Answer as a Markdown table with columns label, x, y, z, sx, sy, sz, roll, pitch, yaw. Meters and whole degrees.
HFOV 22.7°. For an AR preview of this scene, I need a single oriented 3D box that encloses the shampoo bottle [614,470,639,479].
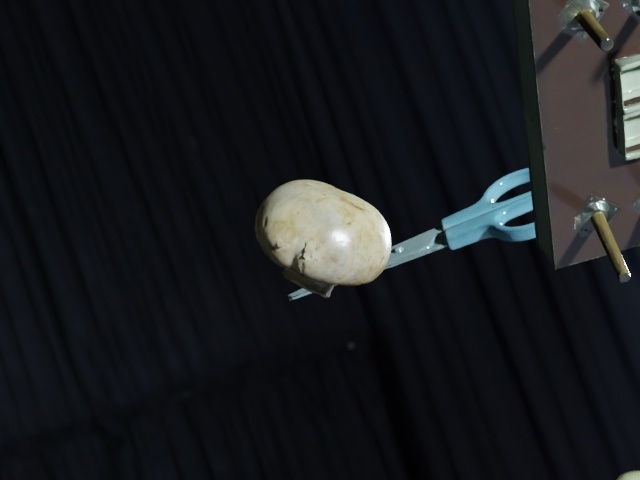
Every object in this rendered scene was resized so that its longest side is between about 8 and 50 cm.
| label | x | y | z | sx | sy | sz | roll | pitch | yaw |
| --- | --- | --- | --- | --- | --- | --- | --- | --- | --- |
| shampoo bottle | 0.311 | 0.315 | 1.667 | 0.079 | 0.079 | 0.162 | -15 | -36 | -33 |

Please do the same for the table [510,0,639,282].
| label | x | y | z | sx | sy | sz | roll | pitch | yaw |
| --- | --- | --- | --- | --- | --- | --- | --- | --- | --- |
| table | 0.216 | -0.086 | 1.120 | 0.121 | 0.240 | 0.111 | -17 | 33 | -8 |

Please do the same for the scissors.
| label | x | y | z | sx | sy | sz | roll | pitch | yaw |
| --- | --- | --- | --- | --- | --- | --- | --- | --- | --- |
| scissors | 0.157 | 0.004 | 2.378 | 0.447 | 0.029 | 0.192 | -22 | 25 | 7 |

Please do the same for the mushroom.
| label | x | y | z | sx | sy | sz | roll | pitch | yaw |
| --- | --- | --- | --- | --- | --- | --- | --- | --- | --- |
| mushroom | 0.000 | 0.000 | 1.870 | 0.166 | 0.127 | 0.166 | 20 | 7 | -2 |
